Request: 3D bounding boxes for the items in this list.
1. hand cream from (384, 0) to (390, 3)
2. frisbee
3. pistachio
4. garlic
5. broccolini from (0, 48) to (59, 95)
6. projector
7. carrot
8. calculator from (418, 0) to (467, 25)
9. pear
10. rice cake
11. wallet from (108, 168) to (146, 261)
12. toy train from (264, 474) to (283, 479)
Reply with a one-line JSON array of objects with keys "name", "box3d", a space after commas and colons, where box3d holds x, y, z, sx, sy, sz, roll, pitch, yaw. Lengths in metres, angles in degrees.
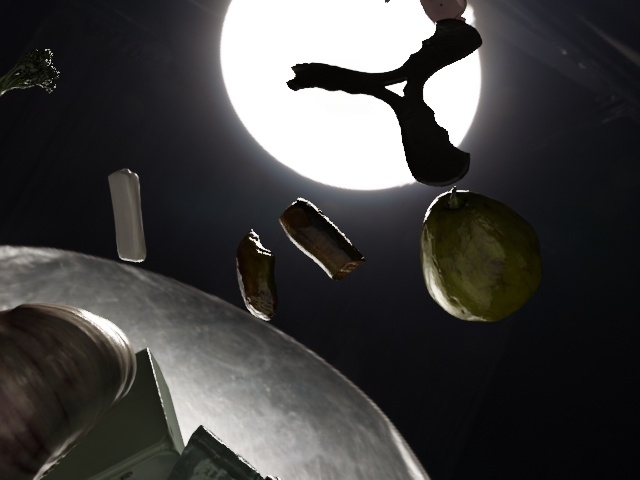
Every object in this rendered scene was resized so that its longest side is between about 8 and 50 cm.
[{"name": "hand cream", "box3d": [0.153, -0.801, 1.455, 0.055, 0.088, 0.256, 5, -31, 41]}, {"name": "frisbee", "box3d": [0.059, -0.149, 0.490, 0.187, 0.211, 0.012, 13, -28, 11]}, {"name": "pistachio", "box3d": [-0.109, 0.047, 0.828, 0.049, 0.090, 0.173, 8, 43, -36]}, {"name": "garlic", "box3d": [-0.346, 0.130, 0.546, 0.253, 0.245, 0.245, 53, -9, 0]}, {"name": "broccolini", "box3d": [-0.435, -0.189, 0.681, 0.054, 0.194, 0.052, 57, -2, -7]}, {"name": "projector", "box3d": [-0.343, 0.321, 0.853, 0.250, 0.198, 0.108, 45, -25, 52]}, {"name": "carrot", "box3d": [0.000, 0.000, 0.967, 0.173, 0.082, 0.082, 46, -6, 5]}, {"name": "calculator", "box3d": [0.323, -0.617, 1.346, 0.166, 0.103, 0.024, 42, 19, -21]}, {"name": "pear", "box3d": [0.361, 0.026, 1.201, 0.287, 0.287, 0.375, 18, -34, 49]}, {"name": "rice cake", "box3d": [-0.139, 0.291, 0.487, 0.085, 0.226, 0.040, 32, 2, 22]}, {"name": "wallet", "box3d": [-0.393, -0.050, 1.049, 0.095, 0.190, 0.033, 5, 10, 43]}, {"name": "toy train", "box3d": [-0.166, 0.494, 0.864, 0.177, 0.261, 0.134, 41, -2, -22]}]
